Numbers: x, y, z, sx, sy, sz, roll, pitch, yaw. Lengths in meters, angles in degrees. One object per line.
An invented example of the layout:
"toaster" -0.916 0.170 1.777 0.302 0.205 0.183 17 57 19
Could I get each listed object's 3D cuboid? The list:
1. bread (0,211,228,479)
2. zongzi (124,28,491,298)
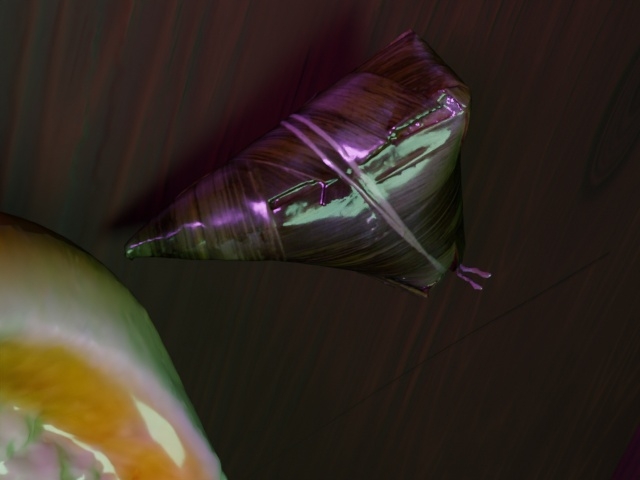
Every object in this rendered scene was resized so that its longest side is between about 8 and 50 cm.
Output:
"bread" -0.188 0.188 0.299 0.329 0.245 0.424 48 39 -27
"zongzi" 0.000 0.000 0.645 0.241 0.111 0.248 -30 147 -8
